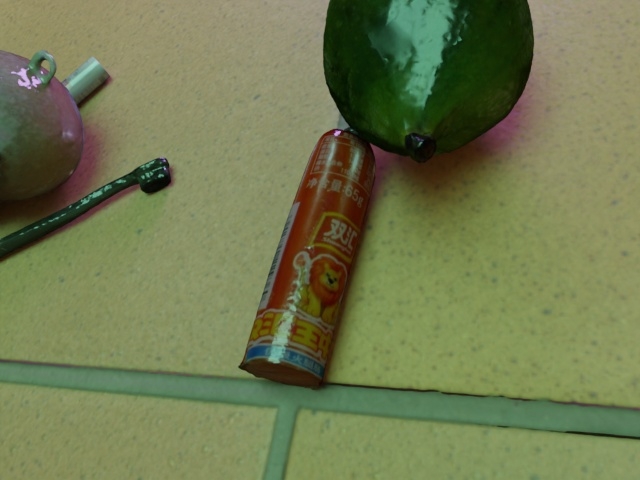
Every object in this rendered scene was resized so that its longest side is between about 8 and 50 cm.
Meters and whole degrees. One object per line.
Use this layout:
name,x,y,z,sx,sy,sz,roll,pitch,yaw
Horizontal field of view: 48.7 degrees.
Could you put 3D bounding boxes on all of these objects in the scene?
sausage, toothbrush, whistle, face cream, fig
sausage,0.000,0.000,0.664,0.074,0.074,0.274,5,63,23
toothbrush,-0.305,-0.022,0.816,0.297,0.030,0.030,-24,66,6
whistle,-0.404,-0.090,0.838,0.348,0.189,0.189,-43,53,20
face cream,-0.333,-0.183,0.915,0.130,0.034,0.034,-44,56,-6
fig,0.078,-0.151,0.626,0.203,0.203,0.235,7,42,24
